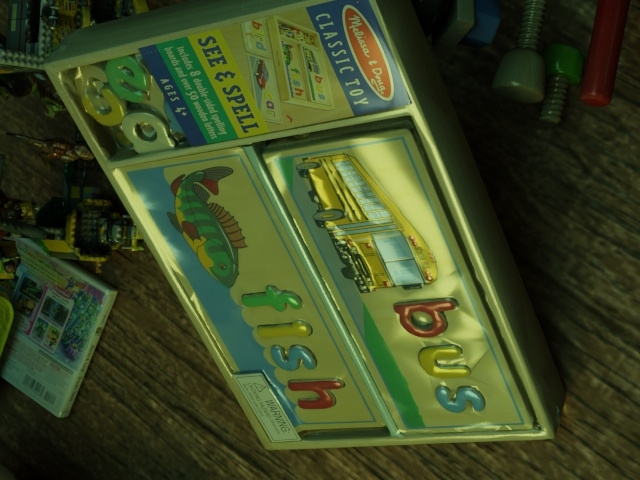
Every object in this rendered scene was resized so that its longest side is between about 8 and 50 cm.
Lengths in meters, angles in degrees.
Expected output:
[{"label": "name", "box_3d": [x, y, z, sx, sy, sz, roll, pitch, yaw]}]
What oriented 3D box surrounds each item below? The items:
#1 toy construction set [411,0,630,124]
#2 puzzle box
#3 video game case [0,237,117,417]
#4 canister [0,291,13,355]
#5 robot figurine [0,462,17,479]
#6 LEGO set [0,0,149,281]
[{"label": "toy construction set", "box_3d": [0.092, -0.239, 0.962, 0.308, 0.257, 0.237, 13, 81, 8]}, {"label": "puzzle box", "box_3d": [0.000, 0.000, 0.936, 0.272, 0.052, 0.409, -8, 125, 29]}, {"label": "video game case", "box_3d": [-0.289, 0.080, 1.254, 0.157, 0.019, 0.143, 29, 101, 28]}, {"label": "canister", "box_3d": [-0.400, 0.077, 1.269, 0.170, 0.073, 0.126, 30, 102, 39]}, {"label": "robot figurine", "box_3d": [-0.355, 0.331, 1.096, 0.300, 0.199, 0.354, -8, 85, 61]}, {"label": "LEGO set", "box_3d": [-0.233, -0.117, 1.099, 0.192, 0.255, 0.331, 4, 83, 45]}]
